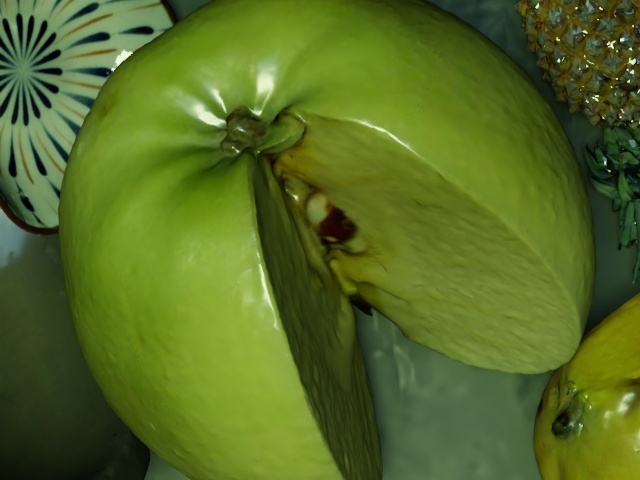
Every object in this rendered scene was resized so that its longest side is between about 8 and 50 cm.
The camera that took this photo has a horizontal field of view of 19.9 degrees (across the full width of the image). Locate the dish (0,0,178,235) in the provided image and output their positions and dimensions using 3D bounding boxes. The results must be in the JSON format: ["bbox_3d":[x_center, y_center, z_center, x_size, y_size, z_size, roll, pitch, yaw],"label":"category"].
[{"bbox_3d":[-0.168,-0.099,1.072,0.066,0.190,0.191,9,84,39],"label":"dish"}]

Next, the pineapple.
[{"bbox_3d":[0.189,-0.088,1.080,0.103,0.083,0.221,-24,85,-4],"label":"pineapple"}]

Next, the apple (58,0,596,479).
[{"bbox_3d":[0.000,0.000,0.977,0.292,0.254,0.292,-10,57,15],"label":"apple"}]

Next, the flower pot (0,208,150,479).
[{"bbox_3d":[-0.302,0.080,0.973,0.251,0.379,0.379,-41,85,16],"label":"flower pot"}]

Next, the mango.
[{"bbox_3d":[0.239,0.080,1.031,0.262,0.167,0.130,-37,44,-8],"label":"mango"}]
